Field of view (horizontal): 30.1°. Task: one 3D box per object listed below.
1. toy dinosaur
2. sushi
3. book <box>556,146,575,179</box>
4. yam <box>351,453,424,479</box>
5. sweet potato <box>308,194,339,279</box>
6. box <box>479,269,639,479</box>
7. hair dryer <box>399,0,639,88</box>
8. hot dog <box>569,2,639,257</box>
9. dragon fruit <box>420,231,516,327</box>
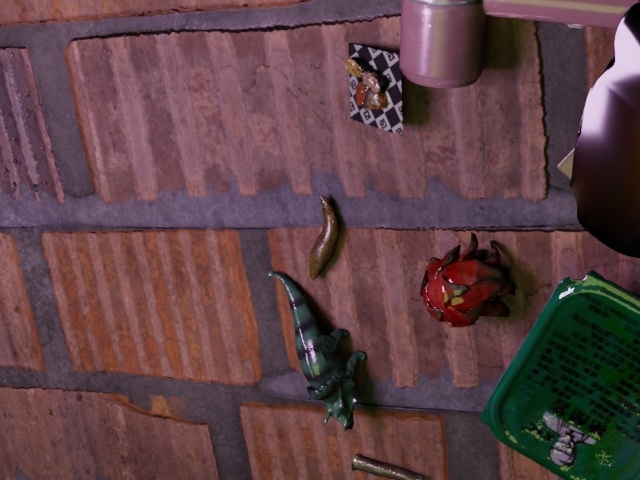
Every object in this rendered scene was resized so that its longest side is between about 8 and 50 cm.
[{"bbox_3d":[0.004,0.180,2.009,0.079,0.120,0.292,-24,77,41],"label":"toy dinosaur"},{"bbox_3d":[0.073,-0.226,1.793,0.120,0.026,0.126,22,124,46],"label":"sushi"},{"bbox_3d":[0.455,-0.129,1.707,0.138,0.016,0.199,42,121,1],"label":"book"},{"bbox_3d":[0.118,0.407,2.080,0.129,0.027,0.033,15,78,19],"label":"yam"},{"bbox_3d":[0.007,0.000,1.946,0.041,0.038,0.153,8,115,-5],"label":"sweet potato"},{"bbox_3d":[0.430,0.210,1.815,0.264,0.106,0.337,31,121,9],"label":"box"},{"bbox_3d":[0.283,-0.310,1.643,0.352,0.125,0.210,10,116,17],"label":"hair dryer"},{"bbox_3d":[0.457,-0.151,1.619,0.194,0.107,0.326,34,122,22],"label":"hot dog"},{"bbox_3d":[0.224,0.072,1.842,0.142,0.130,0.121,-30,57,16],"label":"dragon fruit"}]
